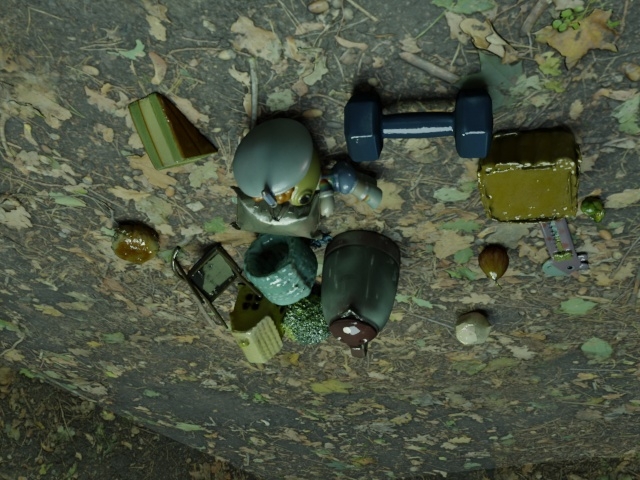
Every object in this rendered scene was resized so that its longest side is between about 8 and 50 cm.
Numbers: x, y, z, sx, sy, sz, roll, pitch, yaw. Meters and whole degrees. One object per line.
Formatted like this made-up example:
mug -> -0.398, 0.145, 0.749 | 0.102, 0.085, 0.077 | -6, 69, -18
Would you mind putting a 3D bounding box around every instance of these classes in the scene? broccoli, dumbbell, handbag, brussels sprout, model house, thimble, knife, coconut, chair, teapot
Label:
broccoli -> -0.025, 0.254, 2.157 | 0.176, 0.226, 0.198 | 27, 119, 5
dumbbell -> 0.217, -0.256, 1.424 | 0.325, 0.144, 0.160 | 0, 145, 12
handbag -> -0.119, -0.079, 1.765 | 0.271, 0.117, 0.182 | 8, 136, -1
brussels sprout -> 0.707, -0.080, 1.654 | 0.083, 0.046, 0.051 | 25, 138, -37
model house -> -0.220, 0.287, 2.162 | 0.175, 0.234, 0.193 | 5, 138, 21
thimble -> -0.112, 0.075, 1.881 | 0.198, 0.235, 0.143 | -42, 132, -2
knife -> 0.648, -0.011, 1.760 | 0.132, 0.038, 0.398 | -13, 138, 23
coconut -> 0.515, 0.296, 2.143 | 0.110, 0.110, 0.124 | 35, 141, -31
chair -> -0.343, 0.116, 2.048 | 0.272, 0.166, 0.188 | 37, 166, 41
teapot -> 0.114, 0.184, 1.905 | 0.233, 0.312, 0.315 | 1, 143, 13

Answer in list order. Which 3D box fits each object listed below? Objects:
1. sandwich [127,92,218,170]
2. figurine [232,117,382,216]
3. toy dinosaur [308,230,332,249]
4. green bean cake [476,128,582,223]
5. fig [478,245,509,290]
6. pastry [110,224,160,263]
sandwich -> -0.373, -0.280, 1.624 | 0.117, 0.144, 0.187 | -15, 102, 29
figurine -> -0.022, -0.184, 1.592 | 0.382, 0.224, 0.205 | 4, 128, -36
toy dinosaur -> 0.000, 0.000, 1.913 | 0.047, 0.030, 0.083 | 28, 141, -26
green bean cake -> 0.498, -0.150, 1.524 | 0.230, 0.131, 0.224 | -3, 140, 20
fig -> 0.500, 0.082, 1.842 | 0.089, 0.125, 0.089 | 3, 148, 2
pastry -> -0.578, 0.010, 2.003 | 0.153, 0.081, 0.153 | 7, 140, 6
